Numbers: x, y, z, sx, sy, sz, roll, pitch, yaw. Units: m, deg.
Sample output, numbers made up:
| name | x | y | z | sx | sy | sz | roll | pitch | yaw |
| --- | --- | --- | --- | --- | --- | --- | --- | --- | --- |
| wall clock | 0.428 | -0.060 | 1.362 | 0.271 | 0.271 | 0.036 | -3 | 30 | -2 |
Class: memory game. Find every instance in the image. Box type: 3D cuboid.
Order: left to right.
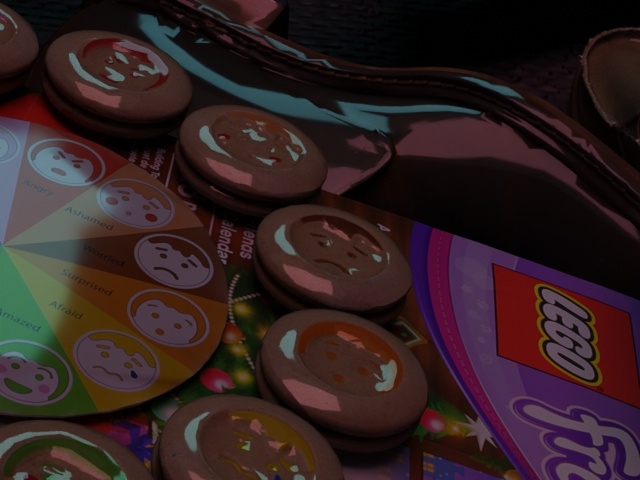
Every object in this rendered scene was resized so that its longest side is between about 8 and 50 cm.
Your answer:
| name | x | y | z | sx | sy | sz | roll | pitch | yaw |
| --- | --- | --- | --- | --- | --- | --- | --- | --- | --- |
| memory game | -0.064 | -0.001 | 0.359 | 0.186 | 0.012 | 0.186 | 15 | 34 | -10 |

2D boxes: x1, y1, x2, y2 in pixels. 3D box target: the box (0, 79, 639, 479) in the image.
| name | x | y | z | sx | sy | sz | roll | pitch | yaw |
| --- | --- | --- | --- | --- | --- | --- | --- | --- | --- |
| box | -0.025 | 0.085 | 0.328 | 0.201 | 0.057 | 0.293 | 19 | 34 | -9 |

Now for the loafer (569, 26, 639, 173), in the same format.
| name | x | y | z | sx | sy | sz | roll | pitch | yaw |
| --- | --- | --- | --- | --- | --- | --- | --- | --- | --- |
| loafer | 0.120 | -0.033 | 0.570 | 0.056 | 0.050 | 0.148 | 1 | 36 | -11 |

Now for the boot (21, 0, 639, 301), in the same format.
| name | x | y | z | sx | sy | sz | roll | pitch | yaw |
| --- | --- | --- | --- | --- | --- | --- | --- | --- | --- |
| boot | 0.000 | 0.000 | 0.499 | 0.219 | 0.082 | 0.106 | 27 | 59 | 22 |
